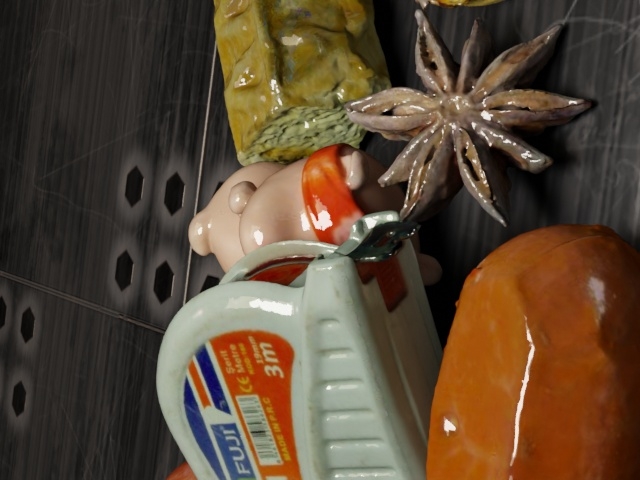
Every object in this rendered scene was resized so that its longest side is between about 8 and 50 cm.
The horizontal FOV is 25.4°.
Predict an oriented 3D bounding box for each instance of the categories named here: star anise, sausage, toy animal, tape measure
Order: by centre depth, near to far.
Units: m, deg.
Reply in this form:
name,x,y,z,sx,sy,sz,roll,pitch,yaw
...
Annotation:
name,x,y,z,sx,sy,sz,roll,pitch,yaw
sausage,0.155,0.119,0.967,0.153,0.141,0.268,14,96,55
tape measure,-0.001,0.111,1.081,0.246,0.125,0.243,-6,109,35
star anise,0.108,-0.087,1.088,0.195,0.065,0.182,12,73,24
toy animal,0.000,0.000,1.194,0.198,0.171,0.171,-1,85,56

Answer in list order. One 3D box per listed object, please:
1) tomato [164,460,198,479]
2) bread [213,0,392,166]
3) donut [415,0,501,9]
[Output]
name,x,y,z,sx,sy,sz,roll,pitch,yaw
tomato,-0.086,0.272,1.248,0.214,0.155,0.180,120,156,-50
bread,-0.025,-0.207,1.282,0.152,0.130,0.267,-15,68,12
donut,0.116,-0.260,1.135,0.181,0.078,0.146,53,129,37
